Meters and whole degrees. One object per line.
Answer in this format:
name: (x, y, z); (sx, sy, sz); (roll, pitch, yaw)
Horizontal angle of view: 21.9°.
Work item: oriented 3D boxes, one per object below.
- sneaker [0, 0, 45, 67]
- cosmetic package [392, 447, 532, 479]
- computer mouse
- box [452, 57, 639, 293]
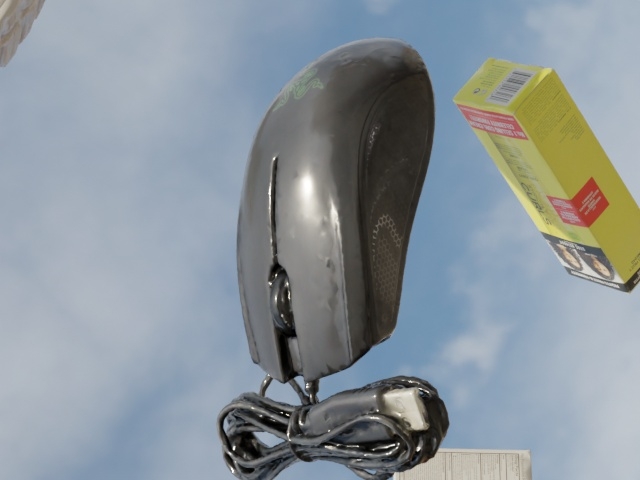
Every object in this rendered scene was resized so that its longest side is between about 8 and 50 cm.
sneaker: (-0.336, -0.173, 1.267); (0.321, 0.180, 0.124); (-56, 2, -27)
cosmetic package: (0.100, 0.230, 1.238); (0.239, 0.099, 0.060); (90, -177, -57)
computer mouse: (0.000, 0.000, 0.954); (0.072, 0.188, 0.272); (20, -111, -36)
box: (0.211, -0.055, 1.450); (0.058, 0.087, 0.232); (-48, -55, -16)
